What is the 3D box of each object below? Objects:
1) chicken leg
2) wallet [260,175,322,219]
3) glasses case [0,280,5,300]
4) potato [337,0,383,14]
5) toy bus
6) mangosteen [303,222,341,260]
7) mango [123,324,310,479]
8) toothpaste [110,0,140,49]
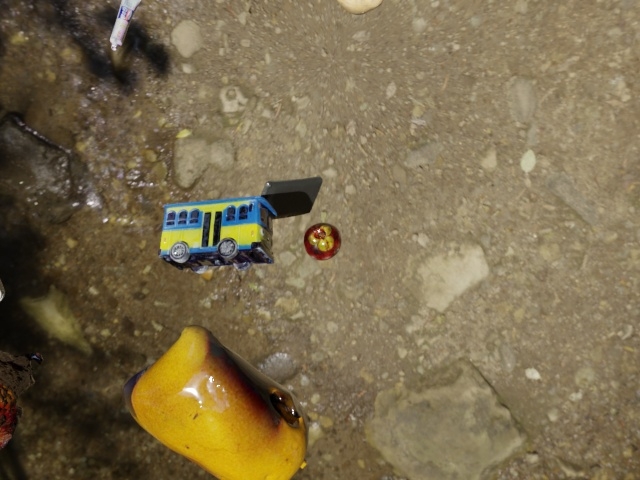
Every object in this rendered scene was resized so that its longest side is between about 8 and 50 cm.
[{"bbox_3d":[-0.542,0.173,0.794,0.322,0.177,0.083,45,124,17],"label":"chicken leg"},{"bbox_3d":[-0.099,-0.135,1.671,0.030,0.285,0.146,34,118,28],"label":"wallet"},{"bbox_3d":[-1.003,0.114,1.556,0.063,0.041,0.164,-31,83,7],"label":"glasses case"},{"bbox_3d":[0.097,-0.629,1.307,0.147,0.112,0.112,26,112,29],"label":"potato"},{"bbox_3d":[-0.269,-0.015,1.385,0.287,0.138,0.175,-4,68,13],"label":"toy bus"},{"bbox_3d":[0.001,0.001,1.065,0.080,0.081,0.081,0,109,1],"label":"mangosteen"},{"bbox_3d":[-0.134,0.249,0.742,0.287,0.201,0.153,41,65,-20],"label":"mango"},{"bbox_3d":[-0.478,-0.532,1.257,0.045,0.028,0.170,18,67,-24],"label":"toothpaste"}]
